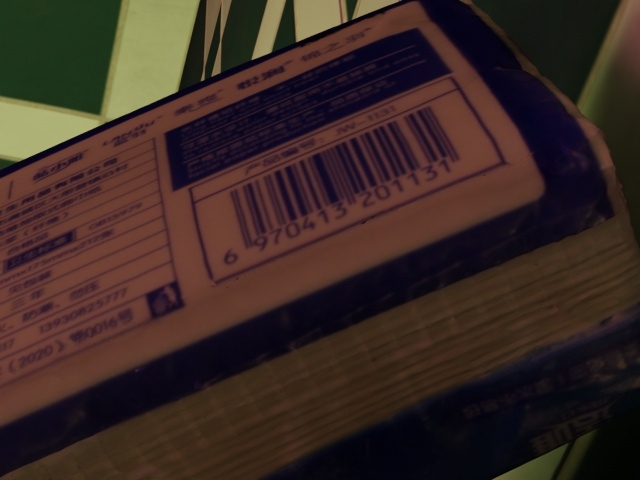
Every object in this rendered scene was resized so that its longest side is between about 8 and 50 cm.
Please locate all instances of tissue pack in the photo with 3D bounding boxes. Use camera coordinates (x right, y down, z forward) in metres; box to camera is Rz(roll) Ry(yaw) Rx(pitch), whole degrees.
[{"bbox_3d":[-0.033,0.032,0.527,0.209,0.269,0.137,-114,0,-67],"label":"tissue pack"}]
